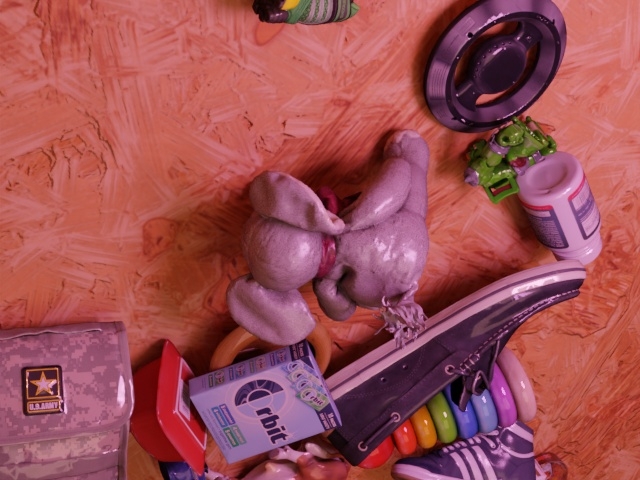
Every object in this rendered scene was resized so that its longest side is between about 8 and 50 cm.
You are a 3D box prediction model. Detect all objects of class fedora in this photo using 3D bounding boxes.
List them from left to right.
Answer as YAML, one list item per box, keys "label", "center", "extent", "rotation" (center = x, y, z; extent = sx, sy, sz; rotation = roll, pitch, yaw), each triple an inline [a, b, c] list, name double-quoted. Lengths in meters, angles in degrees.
- label: "fedora"
  center: [-0.081, 0.167, 1.577]
  extent: [0.194, 0.079, 0.194]
  rotation: [-12, 125, -17]

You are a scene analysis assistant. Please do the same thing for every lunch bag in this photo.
- label: "lunch bag"
  center: [-0.385, 0.248, 1.431]
  extent: [0.235, 0.169, 0.287]
  rotation: [-3, 115, -20]
- label: "lunch bag"
  center: [-0.212, 0.352, 1.625]
  extent: [0.065, 0.098, 0.067]
  rotation: [-17, 122, -19]

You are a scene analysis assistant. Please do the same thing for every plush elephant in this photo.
- label: "plush elephant"
  center: [0.000, 0.000, 1.406]
  extent: [0.255, 0.330, 0.272]
  rotation: [18, 121, -14]

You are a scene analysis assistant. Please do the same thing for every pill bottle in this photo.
- label: "pill bottle"
  center: [0.384, -0.044, 1.650]
  extent: [0.108, 0.108, 0.180]
  rotation: [-34, 130, -2]

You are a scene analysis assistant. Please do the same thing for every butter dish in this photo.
- label: "butter dish"
  center: [-0.240, 0.255, 1.535]
  extent: [0.118, 0.160, 0.160]
  rotation: [-15, 131, 13]

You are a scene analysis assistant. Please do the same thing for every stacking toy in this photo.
- label: "stacking toy"
  center: [0.195, 0.303, 1.783]
  extent: [0.330, 0.141, 0.141]
  rotation: [-22, 128, -5]

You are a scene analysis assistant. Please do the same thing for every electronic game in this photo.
- label: "electronic game"
  center: [0.250, -0.251, 1.482]
  extent: [0.229, 0.048, 0.229]
  rotation: [-17, 135, -17]

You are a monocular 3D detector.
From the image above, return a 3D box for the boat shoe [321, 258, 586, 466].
- label: "boat shoe"
  center: [0.212, 0.190, 1.651]
  extent: [0.500, 0.156, 0.187]
  rotation: [-31, 169, 0]

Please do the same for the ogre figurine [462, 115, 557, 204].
- label: "ogre figurine"
  center: [0.277, -0.122, 1.543]
  extent: [0.118, 0.197, 0.097]
  rotation: [-42, 91, 21]

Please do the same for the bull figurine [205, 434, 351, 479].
- label: "bull figurine"
  center: [-0.101, 0.415, 1.720]
  extent: [0.310, 0.101, 0.188]
  rotation: [-33, 128, -3]

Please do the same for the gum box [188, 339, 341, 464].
- label: "gum box"
  center: [-0.080, 0.241, 1.536]
  extent: [0.184, 0.041, 0.157]
  rotation: [-19, 126, 3]

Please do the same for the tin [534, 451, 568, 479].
- label: "tin"
  center: [0.438, 0.503, 2.088]
  extent: [0.106, 0.040, 0.190]
  rotation: [-17, 127, -21]

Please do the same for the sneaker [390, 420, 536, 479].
- label: "sneaker"
  center: [0.259, 0.372, 1.848]
  extent: [0.282, 0.099, 0.153]
  rotation: [12, 75, -19]

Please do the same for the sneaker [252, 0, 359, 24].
- label: "sneaker"
  center: [0.027, -0.416, 1.229]
  extent: [0.146, 0.134, 0.344]
  rotation: [-2, 131, -33]

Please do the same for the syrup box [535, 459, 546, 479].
- label: "syrup box"
  center: [0.294, 0.467, 1.953]
  extent: [0.236, 0.096, 0.093]
  rotation: [-9, 127, -22]
